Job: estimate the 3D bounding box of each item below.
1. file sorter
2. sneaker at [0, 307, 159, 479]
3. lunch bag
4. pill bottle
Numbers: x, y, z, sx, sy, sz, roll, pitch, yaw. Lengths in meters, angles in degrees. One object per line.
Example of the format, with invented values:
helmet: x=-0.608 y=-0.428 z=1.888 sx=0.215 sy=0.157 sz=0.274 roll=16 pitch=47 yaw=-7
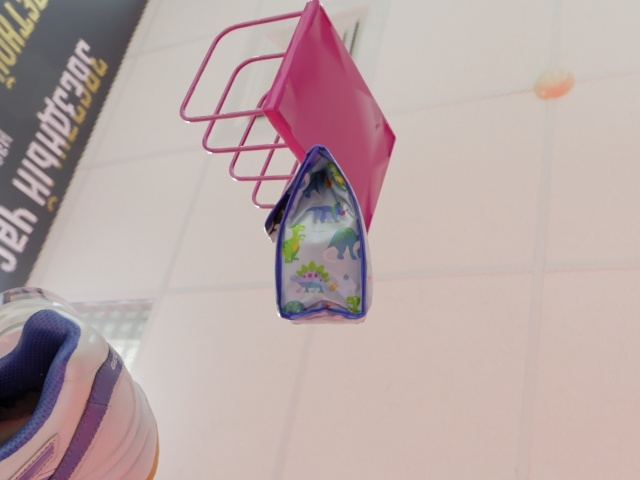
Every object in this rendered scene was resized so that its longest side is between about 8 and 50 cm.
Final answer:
file sorter: x=-0.043 y=-0.162 z=1.114 sx=0.182 sy=0.291 sz=0.202 roll=-1 pitch=-124 yaw=31
sneaker: x=-0.231 y=0.132 z=0.373 sx=0.296 sy=0.131 sz=0.112 roll=-31 pitch=-135 yaw=-24
lunch bag: x=0.000 y=0.000 z=0.688 sx=0.096 sy=0.129 sz=0.151 roll=1 pitch=-97 yaw=1
pill bottle: x=-0.397 y=0.158 z=1.031 sx=0.169 sy=0.169 sz=0.301 roll=-54 pitch=-160 yaw=-12
